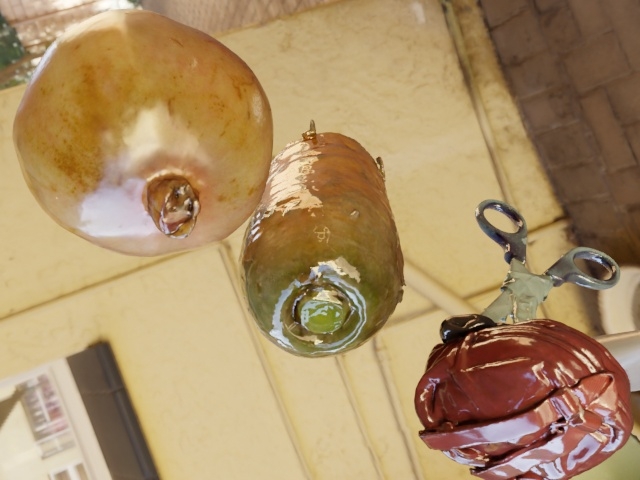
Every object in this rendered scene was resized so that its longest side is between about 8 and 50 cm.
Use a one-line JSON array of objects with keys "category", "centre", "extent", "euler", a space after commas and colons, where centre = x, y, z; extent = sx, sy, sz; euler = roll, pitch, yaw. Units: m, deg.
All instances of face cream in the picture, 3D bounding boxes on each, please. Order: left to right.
[{"category": "face cream", "centre": [0.418, 0.192, 1.094], "extent": [0.089, 0.315, 0.143], "euler": [-77, -33, -44]}]

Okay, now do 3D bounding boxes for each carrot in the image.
[{"category": "carrot", "centre": [0.000, 0.000, 1.019], "extent": [0.340, 0.224, 0.224], "euler": [-94, -6, -57]}]

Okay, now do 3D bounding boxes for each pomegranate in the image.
[{"category": "pomegranate", "centre": [-0.167, -0.094, 0.725], "extent": [0.229, 0.252, 0.270], "euler": [-52, 32, 23]}]

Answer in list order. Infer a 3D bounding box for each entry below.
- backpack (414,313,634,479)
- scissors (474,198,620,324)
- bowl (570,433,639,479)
[{"category": "backpack", "centre": [0.223, 0.175, 0.783], "extent": [0.229, 0.139, 0.229], "euler": [14, 130, 17]}, {"category": "scissors", "centre": [0.303, 0.068, 1.092], "extent": [0.256, 0.383, 0.029], "euler": [31, 130, 14]}, {"category": "bowl", "centre": [0.343, 0.343, 0.970], "extent": [0.211, 0.212, 0.112], "euler": [60, 156, 29]}]
